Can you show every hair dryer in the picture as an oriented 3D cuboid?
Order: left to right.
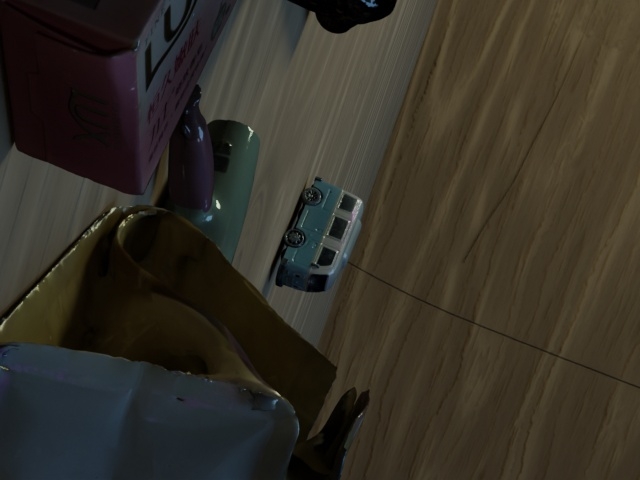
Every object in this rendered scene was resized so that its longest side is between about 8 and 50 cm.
[{"bbox_3d":[-0.070,-0.046,0.985,0.154,0.054,0.106,90,15,-65],"label":"hair dryer"}]

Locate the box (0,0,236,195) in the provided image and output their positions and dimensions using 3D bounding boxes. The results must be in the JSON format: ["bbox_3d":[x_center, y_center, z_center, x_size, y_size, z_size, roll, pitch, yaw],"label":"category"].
[{"bbox_3d":[-0.066,-0.108,0.642,0.111,0.060,0.156,99,11,-62],"label":"box"}]

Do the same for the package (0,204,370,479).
[{"bbox_3d":[-0.096,0.171,0.846,0.221,0.165,0.311,-59,169,-69],"label":"package"}]

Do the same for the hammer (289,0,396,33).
[{"bbox_3d":[0.037,-0.234,1.187,0.409,0.095,0.242,97,13,-81],"label":"hammer"}]

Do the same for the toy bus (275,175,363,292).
[{"bbox_3d":[0.000,0.000,1.860,0.060,0.075,0.123,102,9,-62],"label":"toy bus"}]
